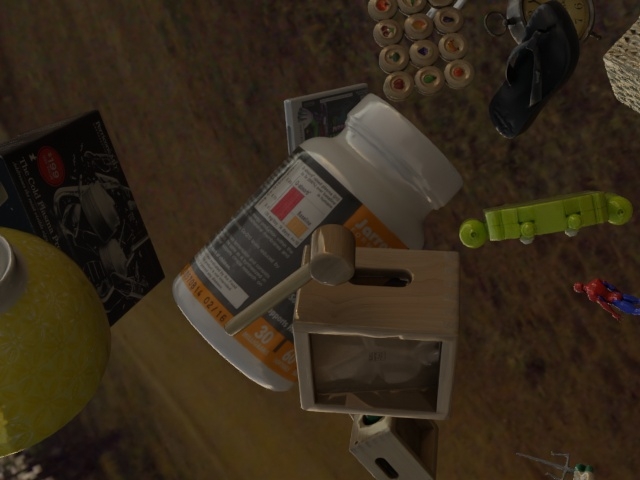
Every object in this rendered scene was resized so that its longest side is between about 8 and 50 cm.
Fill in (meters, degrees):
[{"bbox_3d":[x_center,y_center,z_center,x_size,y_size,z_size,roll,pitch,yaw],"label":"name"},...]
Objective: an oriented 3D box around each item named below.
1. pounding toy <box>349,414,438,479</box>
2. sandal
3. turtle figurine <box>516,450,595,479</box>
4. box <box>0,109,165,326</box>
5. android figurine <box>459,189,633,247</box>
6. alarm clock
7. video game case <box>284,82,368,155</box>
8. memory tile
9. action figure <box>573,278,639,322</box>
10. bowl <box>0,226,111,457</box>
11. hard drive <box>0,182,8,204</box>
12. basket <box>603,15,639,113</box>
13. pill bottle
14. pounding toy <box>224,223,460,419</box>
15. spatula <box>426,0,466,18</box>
[{"bbox_3d":[0.087,0.270,1.383,0.141,0.100,0.130,50,-153,-21],"label":"pounding toy"},{"bbox_3d":[0.305,-0.237,1.425,0.097,0.054,0.254,55,152,26],"label":"sandal"},{"bbox_3d":[0.313,0.380,1.204,0.234,0.118,0.175,33,130,19],"label":"turtle figurine"},{"bbox_3d":[-0.461,-0.012,1.670,0.312,0.179,0.343,-54,-53,-64],"label":"box"},{"bbox_3d":[0.325,-0.034,1.417,0.273,0.248,0.056,-40,-60,-82],"label":"android figurine"},{"bbox_3d":[0.331,-0.341,1.479,0.064,0.192,0.129,167,91,-69],"label":"alarm clock"},{"bbox_3d":[0.019,-0.181,1.736,0.022,0.190,0.173,14,115,45],"label":"video game case"},{"bbox_3d":[0.122,-0.245,1.185,0.012,0.113,0.148,77,-177,-72],"label":"memory tile"},{"bbox_3d":[0.361,0.074,1.170,0.115,0.038,0.030,22,145,14],"label":"action figure"},{"bbox_3d":[-0.378,0.074,1.047,0.289,0.289,0.156,53,151,35],"label":"bowl"},{"bbox_3d":[-0.594,-0.098,1.222,0.353,0.233,0.047,40,156,23],"label":"hard drive"},{"bbox_3d":[0.504,-0.236,1.401,0.167,0.103,0.113,46,175,45],"label":"basket"},{"bbox_3d":[0.000,0.000,0.960,0.162,0.278,0.162,43,-177,-2],"label":"pill bottle"},{"bbox_3d":[0.020,0.045,0.777,0.206,0.181,0.094,86,-171,-48],"label":"pounding toy"},{"bbox_3d":[0.243,-0.453,1.602,0.019,0.242,0.168,31,-170,-31],"label":"spatula"}]
